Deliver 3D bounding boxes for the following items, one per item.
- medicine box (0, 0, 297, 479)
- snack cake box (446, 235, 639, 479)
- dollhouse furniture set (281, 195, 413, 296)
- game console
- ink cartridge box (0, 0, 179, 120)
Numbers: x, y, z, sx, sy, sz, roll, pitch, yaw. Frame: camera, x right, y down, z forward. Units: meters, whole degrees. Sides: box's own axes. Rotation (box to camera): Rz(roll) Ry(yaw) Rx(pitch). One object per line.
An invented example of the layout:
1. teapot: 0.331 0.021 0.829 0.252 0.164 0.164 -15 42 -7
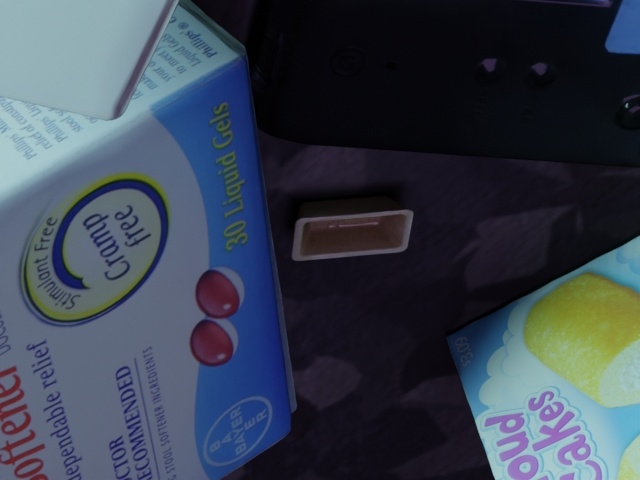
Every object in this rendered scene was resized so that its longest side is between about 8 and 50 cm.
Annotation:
1. medicine box: -0.174 0.039 0.892 0.289 0.149 0.263 -33 143 -23
2. snack cake box: 0.182 0.136 1.092 0.152 0.264 0.089 -28 136 11
3. dollhouse furniture set: 0.000 0.000 1.029 0.114 0.081 0.091 -5 136 -13
4. game console: 0.164 -0.185 0.907 0.342 0.060 0.386 0 134 -18
5. ink cartridge box: -0.144 -0.154 0.734 0.153 0.208 0.087 10 128 -28
